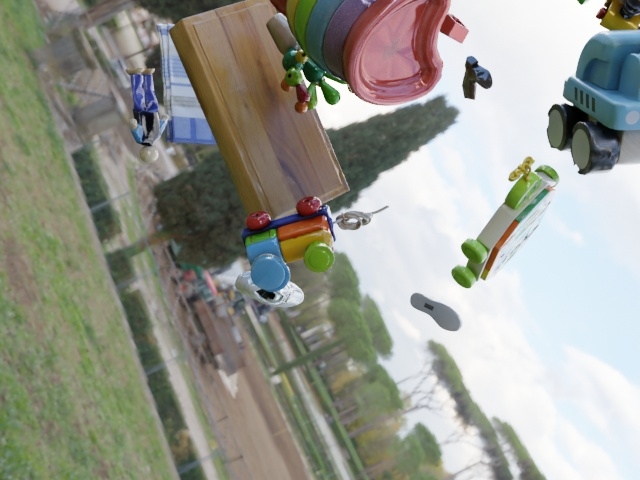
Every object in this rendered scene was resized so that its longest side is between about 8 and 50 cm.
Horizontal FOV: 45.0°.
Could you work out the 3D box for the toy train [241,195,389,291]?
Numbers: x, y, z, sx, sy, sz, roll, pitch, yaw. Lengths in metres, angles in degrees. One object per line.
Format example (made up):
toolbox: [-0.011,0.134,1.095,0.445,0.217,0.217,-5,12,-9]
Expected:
toy train: [0.000,0.000,1.229,0.143,0.248,0.105,-102,176,-65]

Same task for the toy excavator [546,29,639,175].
toy excavator: [0.613,-0.339,1.452,0.433,0.222,0.445,-104,-169,-65]

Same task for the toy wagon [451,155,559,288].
toy wagon: [0.392,-0.043,1.587,0.068,0.267,0.344,40,-21,18]

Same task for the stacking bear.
stacking bear: [0.025,-0.327,1.089,0.289,0.164,0.175,48,-28,36]

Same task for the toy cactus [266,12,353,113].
toy cactus: [-0.021,-0.309,1.308,0.180,0.112,0.219,52,38,1]

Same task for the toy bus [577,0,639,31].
toy bus: [0.663,-0.516,1.635,0.104,0.191,0.202,115,-42,-66]

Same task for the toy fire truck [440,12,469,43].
toy fire truck: [0.143,-0.347,1.305,0.047,0.135,0.192,7,30,-49]

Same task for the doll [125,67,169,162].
doll: [-0.352,-0.253,1.573,0.129,0.046,0.189,-21,108,-66]

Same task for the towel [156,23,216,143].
towel: [-0.281,-0.364,1.824,0.034,0.209,0.285,-10,-96,54]

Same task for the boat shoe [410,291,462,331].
boat shoe: [0.253,0.150,1.650,0.040,0.049,0.142,11,17,-46]

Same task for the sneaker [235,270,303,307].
sneaker: [-0.084,0.100,1.416,0.152,0.053,0.061,17,9,-43]

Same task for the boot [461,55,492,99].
boot: [0.360,-0.354,1.788,0.114,0.037,0.106,88,-17,-58]

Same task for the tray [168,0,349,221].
tray: [-0.111,-0.244,1.484,0.076,0.203,0.411,-9,-74,57]
